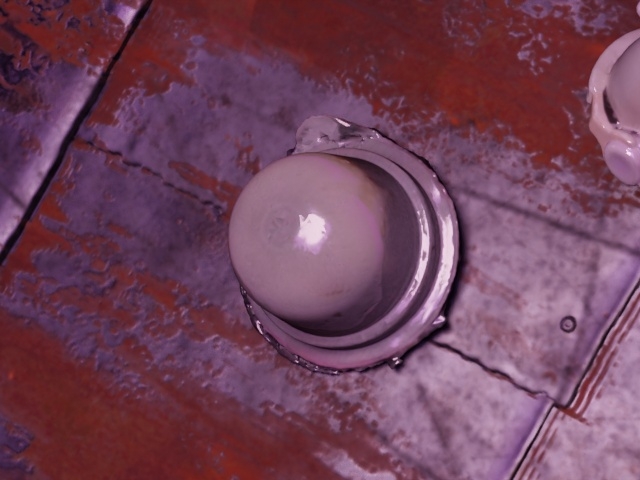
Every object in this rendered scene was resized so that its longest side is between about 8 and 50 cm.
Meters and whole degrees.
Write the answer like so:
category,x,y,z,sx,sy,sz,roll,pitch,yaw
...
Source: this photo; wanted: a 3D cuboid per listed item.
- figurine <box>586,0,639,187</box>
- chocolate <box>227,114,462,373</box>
category,x,y,z,sx,sy,sz,roll,pitch,yaw
figurine,0.298,-0.077,1.462,0.162,0.141,0.237,-24,66,-19
chocolate,0.002,-0.008,1.523,0.221,0.147,0.221,-6,72,18
